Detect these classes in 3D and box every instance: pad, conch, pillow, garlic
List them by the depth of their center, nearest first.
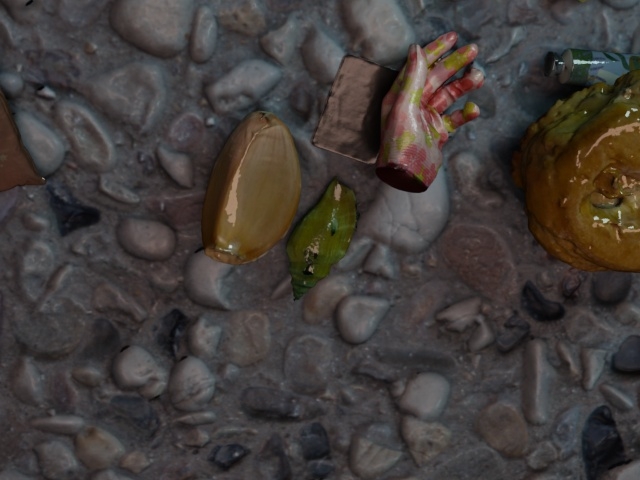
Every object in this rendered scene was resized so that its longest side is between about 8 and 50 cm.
[{"bbox_3d":[-0.556,-0.150,1.572,0.236,0.084,0.223,-13,113,4],"label":"pillow"},{"bbox_3d":[-0.104,-0.084,1.601,0.145,0.164,0.245,18,104,6],"label":"garlic"},{"bbox_3d":[0.062,-0.204,1.653,0.112,0.003,0.157,18,109,-12],"label":"pad"},{"bbox_3d":[0.000,0.002,1.696,0.095,0.079,0.201,33,97,-36],"label":"conch"}]

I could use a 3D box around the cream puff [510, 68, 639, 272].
[{"bbox_3d":[0.461,-0.116,1.604,0.327,0.231,0.343,14,116,-5],"label":"cream puff"}]

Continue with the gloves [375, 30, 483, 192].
[{"bbox_3d":[0.156,-0.203,1.606,0.145,0.126,0.241,23,73,-23],"label":"gloves"}]

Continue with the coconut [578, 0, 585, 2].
[{"bbox_3d":[0.402,-0.402,1.569,0.083,0.082,0.081,30,139,-7],"label":"coconut"}]

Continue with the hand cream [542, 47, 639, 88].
[{"bbox_3d":[0.472,-0.264,1.649,0.256,0.055,0.088,4,116,-14],"label":"hand cream"}]
